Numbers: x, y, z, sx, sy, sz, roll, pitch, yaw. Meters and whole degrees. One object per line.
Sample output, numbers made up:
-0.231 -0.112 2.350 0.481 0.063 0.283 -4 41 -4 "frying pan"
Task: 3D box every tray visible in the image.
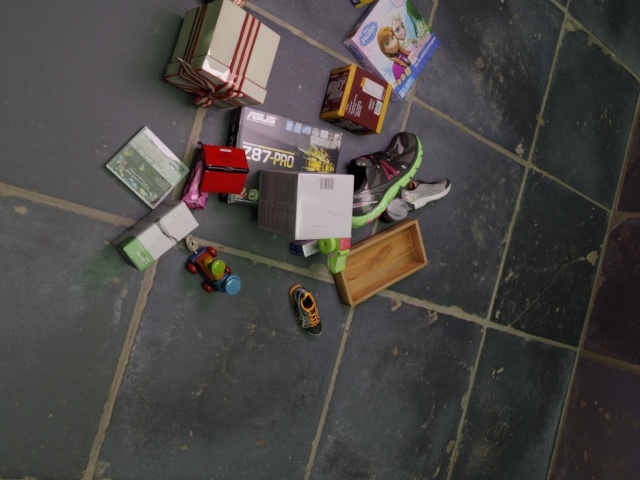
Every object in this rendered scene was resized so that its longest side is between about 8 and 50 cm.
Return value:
0.234 0.080 2.147 0.411 0.076 0.202 -25 107 -29 "tray"

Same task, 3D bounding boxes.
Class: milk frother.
0.284 -0.149 2.110 0.129 0.135 0.143 -28 91 -11 "milk frother"

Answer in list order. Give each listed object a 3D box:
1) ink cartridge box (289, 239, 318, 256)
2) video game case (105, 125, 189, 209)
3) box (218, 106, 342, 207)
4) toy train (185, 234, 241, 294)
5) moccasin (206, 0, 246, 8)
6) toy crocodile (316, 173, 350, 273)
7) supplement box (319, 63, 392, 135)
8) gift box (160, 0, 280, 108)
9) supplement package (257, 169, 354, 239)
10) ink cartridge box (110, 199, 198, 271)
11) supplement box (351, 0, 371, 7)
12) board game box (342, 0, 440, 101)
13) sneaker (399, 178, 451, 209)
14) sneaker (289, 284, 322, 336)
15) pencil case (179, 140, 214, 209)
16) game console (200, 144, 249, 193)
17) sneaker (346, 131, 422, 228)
0.000 0.000 1.973 0.207 0.097 0.046 -22 106 -28 "ink cartridge box"
-0.525 -0.221 1.660 0.190 0.022 0.173 48 70 -28 "video game case"
-0.130 -0.256 1.862 0.395 0.097 0.317 9 91 -32 "box"
-0.354 0.069 1.715 0.105 0.143 0.248 -45 122 -21 "toy train"
-0.198 -0.853 1.735 0.147 0.139 0.380 45 72 -29 "moccasin"
0.059 -0.056 1.867 0.115 0.105 0.340 -7 98 -55 "toy crocodile"
0.128 -0.507 1.985 0.194 0.129 0.191 17 86 -33 "supplement box"
-0.317 -0.541 1.629 0.277 0.255 0.257 19 83 -39 "gift box"
-0.053 -0.119 1.719 0.200 0.263 0.197 -2 100 -32 "supplement package"
-0.493 -0.021 1.618 0.219 0.160 0.092 -42 116 -22 "ink cartridge box"
0.210 -1.052 1.943 0.194 0.195 0.356 39 75 -29 "supplement box"
0.282 -0.763 2.094 0.318 0.066 0.318 41 73 -29 "board game box"
0.430 -0.207 2.230 0.272 0.100 0.107 -25 103 -28 "sneaker"
-0.044 0.264 1.982 0.084 0.083 0.214 -36 114 -26 "sneaker"
-0.374 -0.201 1.713 0.095 0.098 0.209 19 83 -13 "pencil case"
-0.305 -0.221 1.695 0.144 0.085 0.124 0 67 -35 "game console"
0.218 -0.263 2.035 0.202 0.185 0.482 46 61 -15 "sneaker"
